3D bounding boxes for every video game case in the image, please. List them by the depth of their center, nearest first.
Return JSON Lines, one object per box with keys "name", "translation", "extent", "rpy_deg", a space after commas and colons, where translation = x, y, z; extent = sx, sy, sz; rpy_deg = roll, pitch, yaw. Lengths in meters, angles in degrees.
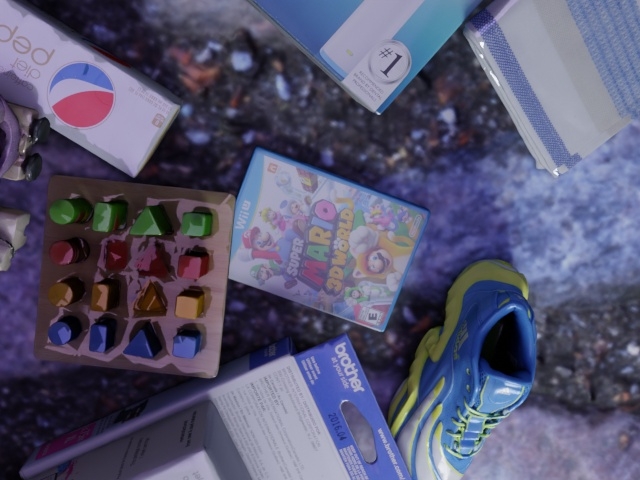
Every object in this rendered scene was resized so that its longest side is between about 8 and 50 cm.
{"name": "video game case", "translation": [0.000, 0.000, 0.951], "extent": [0.166, 0.015, 0.119], "rpy_deg": [20, 100, -7]}

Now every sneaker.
{"name": "sneaker", "translation": [0.121, 0.136, 0.930], "extent": [0.091, 0.126, 0.240], "rpy_deg": [15, 100, -6]}

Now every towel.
{"name": "towel", "translation": [0.259, -0.195, 0.868], "extent": [0.285, 0.034, 0.209], "rpy_deg": [-40, 137, 5]}

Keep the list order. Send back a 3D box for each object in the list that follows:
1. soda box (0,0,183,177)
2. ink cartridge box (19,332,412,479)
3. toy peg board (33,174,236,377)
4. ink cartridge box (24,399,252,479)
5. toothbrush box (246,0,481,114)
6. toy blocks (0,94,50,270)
{"name": "soda box", "translation": [-0.222, -0.141, 0.880], "extent": [0.216, 0.069, 0.074], "rpy_deg": [32, 98, -10]}
{"name": "ink cartridge box", "translation": [-0.085, 0.213, 0.965], "extent": [0.311, 0.065, 0.186], "rpy_deg": [-24, 102, 4]}
{"name": "toy peg board", "translation": [-0.161, 0.032, 0.895], "extent": [0.161, 0.079, 0.161], "rpy_deg": [6, 92, 1]}
{"name": "ink cartridge box", "translation": [-0.175, 0.289, 0.887], "extent": [0.278, 0.117, 0.201], "rpy_deg": [-24, 102, 3]}
{"name": "toothbrush box", "translation": [0.060, -0.281, 0.842], "extent": [0.216, 0.126, 0.295], "rpy_deg": [42, 95, -11]}
{"name": "toy blocks", "translation": [-0.411, 0.003, 0.768], "extent": [0.308, 0.260, 0.289], "rpy_deg": [15, 100, 8]}
